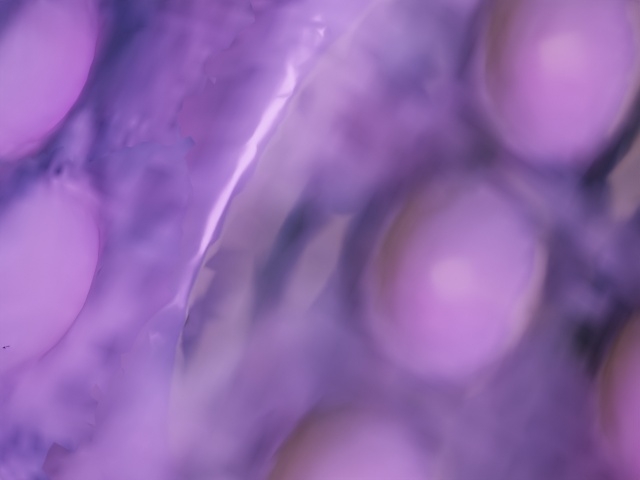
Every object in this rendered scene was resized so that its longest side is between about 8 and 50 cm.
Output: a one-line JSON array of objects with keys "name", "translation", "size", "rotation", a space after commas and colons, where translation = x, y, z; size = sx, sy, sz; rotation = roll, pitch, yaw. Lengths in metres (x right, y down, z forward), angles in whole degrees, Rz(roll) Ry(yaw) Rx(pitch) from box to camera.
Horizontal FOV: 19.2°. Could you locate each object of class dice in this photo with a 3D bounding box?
[{"name": "dice", "translation": [0.000, 0.000, 0.823], "size": [0.330, 0.348, 0.328], "rotation": [29, 87, -40]}]
